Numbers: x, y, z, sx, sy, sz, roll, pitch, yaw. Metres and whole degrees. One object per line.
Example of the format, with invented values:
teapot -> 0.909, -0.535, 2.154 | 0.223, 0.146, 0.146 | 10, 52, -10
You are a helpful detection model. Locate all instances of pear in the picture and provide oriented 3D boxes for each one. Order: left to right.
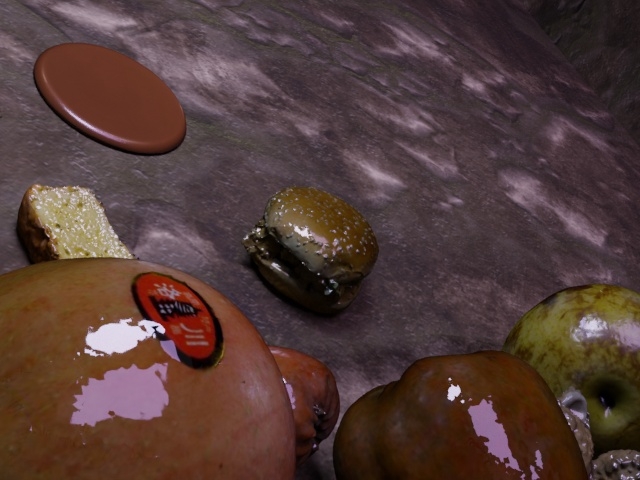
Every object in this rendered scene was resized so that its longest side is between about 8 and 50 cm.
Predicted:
pear -> 0.404, 0.192, 1.321 | 0.283, 0.283, 0.283 | 26, 34, -19

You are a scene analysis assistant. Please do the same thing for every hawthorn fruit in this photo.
hawthorn fruit -> -0.061, 0.185, 1.015 | 0.149, 0.149, 0.189 | 8, 13, -38
hawthorn fruit -> 0.169, 0.277, 0.979 | 0.268, 0.268, 0.301 | 2, 49, -43

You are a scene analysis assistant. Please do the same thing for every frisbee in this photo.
frisbee -> -0.319, -0.225, 1.370 | 0.251, 0.021, 0.251 | 26, 35, -20

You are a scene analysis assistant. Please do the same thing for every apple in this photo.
apple -> -0.200, 0.172, 0.692 | 0.305, 0.338, 0.338 | -7, 53, -49

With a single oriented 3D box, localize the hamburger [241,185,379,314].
hamburger -> 0.000, 0.000, 1.304 | 0.189, 0.122, 0.215 | 41, 30, 8

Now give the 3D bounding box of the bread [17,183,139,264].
bread -> -0.289, 0.014, 1.056 | 0.187, 0.065, 0.103 | 50, 32, 21

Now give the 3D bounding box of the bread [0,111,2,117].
bread -> -0.515, -0.169, 1.026 | 0.234, 0.110, 0.184 | -3, 47, -49

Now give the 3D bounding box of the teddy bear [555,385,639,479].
teddy bear -> 0.315, 0.324, 1.145 | 0.267, 0.156, 0.256 | -25, 84, -15
